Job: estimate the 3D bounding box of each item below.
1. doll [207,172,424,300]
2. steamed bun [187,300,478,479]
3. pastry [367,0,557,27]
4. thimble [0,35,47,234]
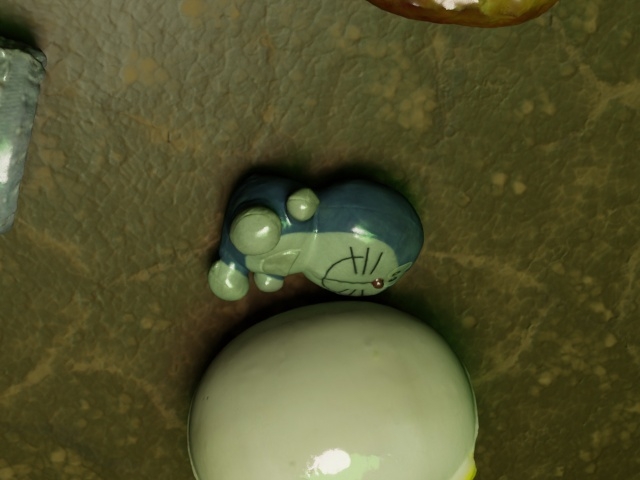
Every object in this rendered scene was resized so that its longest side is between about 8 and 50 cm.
[{"bbox_3d":[0.000,0.000,1.972,0.258,0.154,0.228,12,146,-9],"label":"doll"},{"bbox_3d":[0.016,0.240,1.991,0.373,0.334,0.334,-14,118,0],"label":"steamed bun"},{"bbox_3d":[0.155,-0.399,1.746,0.355,0.164,0.356,2,98,14],"label":"pastry"},{"bbox_3d":[-0.418,-0.129,1.791,0.172,0.205,0.236,12,114,-15],"label":"thimble"}]
